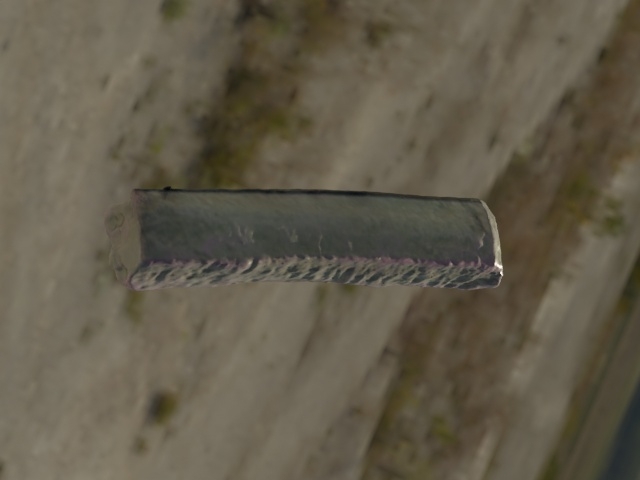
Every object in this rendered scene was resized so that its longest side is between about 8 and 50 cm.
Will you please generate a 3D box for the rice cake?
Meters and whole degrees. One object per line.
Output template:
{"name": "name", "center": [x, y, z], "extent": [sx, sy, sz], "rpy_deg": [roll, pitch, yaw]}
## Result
{"name": "rice cake", "center": [0.000, 0.000, 0.892], "extent": [0.036, 0.207, 0.047], "rpy_deg": [-29, -113, 52]}
